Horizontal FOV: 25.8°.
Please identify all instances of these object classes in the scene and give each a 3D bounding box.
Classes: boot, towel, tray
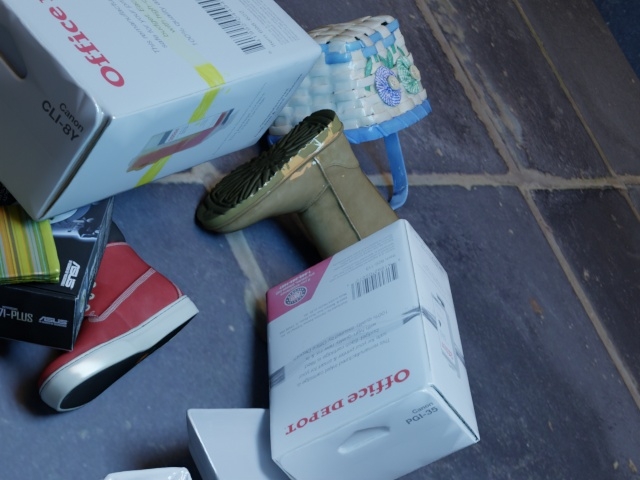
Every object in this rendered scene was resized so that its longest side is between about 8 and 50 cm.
[{"bbox_3d":[-0.254,0.066,1.460,0.176,0.088,0.244,47,31,2],"label":"boot"},{"bbox_3d":[0.000,0.000,1.801,0.269,0.236,0.089,59,-14,-27],"label":"boot"},{"bbox_3d":[-0.368,0.011,1.305,0.237,0.021,0.102,-5,44,-18],"label":"towel"},{"bbox_3d":[-0.068,0.250,1.491,0.145,0.030,0.270,62,14,15],"label":"tray"}]

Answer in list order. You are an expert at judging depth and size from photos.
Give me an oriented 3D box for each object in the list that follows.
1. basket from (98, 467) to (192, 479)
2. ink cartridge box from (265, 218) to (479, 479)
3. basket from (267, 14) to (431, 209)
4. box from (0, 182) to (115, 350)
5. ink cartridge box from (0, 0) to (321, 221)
[{"bbox_3d":[-0.167,0.311,1.308,0.113,0.103,0.167,4,57,-50],"label":"basket"},{"bbox_3d":[0.051,0.140,1.607,0.117,0.207,0.283,49,22,-34],"label":"ink cartridge box"},{"bbox_3d":[0.041,-0.155,1.947,0.255,0.201,0.289,-39,126,-57],"label":"basket"},{"bbox_3d":[-0.296,0.010,1.396,0.147,0.077,0.180,12,42,-2],"label":"box"},{"bbox_3d":[-0.224,-0.207,1.461,0.279,0.160,0.384,47,33,11],"label":"ink cartridge box"}]
